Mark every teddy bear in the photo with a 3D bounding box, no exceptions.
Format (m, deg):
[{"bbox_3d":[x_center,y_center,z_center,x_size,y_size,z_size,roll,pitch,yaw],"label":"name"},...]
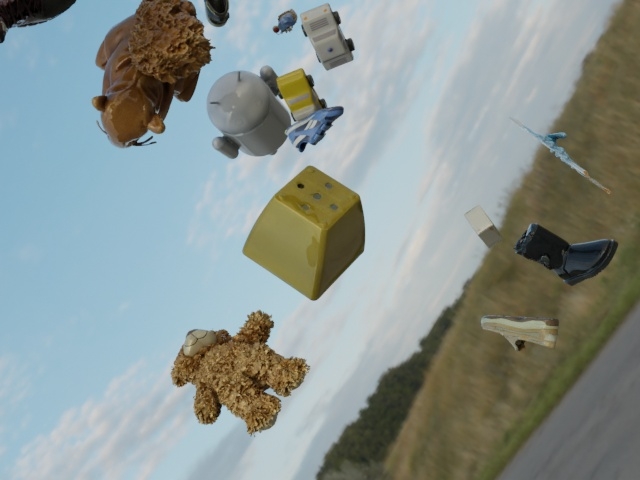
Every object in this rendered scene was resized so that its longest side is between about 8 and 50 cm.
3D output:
[{"bbox_3d":[-0.169,0.249,1.672,0.245,0.338,0.113,-47,-49,1],"label":"teddy bear"}]

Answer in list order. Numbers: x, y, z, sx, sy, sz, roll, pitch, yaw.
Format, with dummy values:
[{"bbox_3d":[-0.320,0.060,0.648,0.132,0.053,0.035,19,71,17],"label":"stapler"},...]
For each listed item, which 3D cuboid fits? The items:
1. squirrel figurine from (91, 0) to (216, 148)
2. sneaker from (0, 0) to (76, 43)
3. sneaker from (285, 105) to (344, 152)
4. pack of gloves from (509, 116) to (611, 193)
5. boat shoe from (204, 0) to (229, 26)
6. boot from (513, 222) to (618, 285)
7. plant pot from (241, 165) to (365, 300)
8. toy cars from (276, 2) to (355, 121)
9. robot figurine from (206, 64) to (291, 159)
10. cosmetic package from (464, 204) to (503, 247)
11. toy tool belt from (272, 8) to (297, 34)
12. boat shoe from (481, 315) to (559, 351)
[{"bbox_3d":[-0.443,-0.430,2.181,0.397,0.281,0.370,-51,18,39],"label":"squirrel figurine"},{"bbox_3d":[-0.604,-0.437,1.695,0.281,0.162,0.106,-19,-47,-17],"label":"sneaker"},{"bbox_3d":[-0.005,-0.233,1.790,0.144,0.059,0.053,-27,-9,32],"label":"sneaker"},{"bbox_3d":[0.528,-0.203,1.874,0.046,0.195,0.232,-53,17,13],"label":"pack of gloves"},{"bbox_3d":[-0.302,-0.710,2.392,0.081,0.227,0.069,-16,-8,-19],"label":"boat shoe"},{"bbox_3d":[0.671,0.022,2.386,0.094,0.207,0.246,-61,4,-26],"label":"boot"},{"bbox_3d":[-0.021,-0.036,1.916,0.212,0.212,0.187,-44,-20,-38],"label":"plant pot"},{"bbox_3d":[-0.012,-0.432,2.254,0.393,0.177,0.087,116,154,-45],"label":"toy cars"},{"bbox_3d":[-0.217,-0.382,2.604,0.299,0.200,0.353,-59,-26,-6],"label":"robot figurine"},{"bbox_3d":[0.357,-0.030,1.882,0.041,0.060,0.115,-35,-24,10],"label":"cosmetic package"},{"bbox_3d":[-0.097,-0.591,2.353,0.083,0.052,0.051,-38,34,18],"label":"toy tool belt"},{"bbox_3d":[0.404,0.192,1.770,0.190,0.068,0.072,-3,84,57],"label":"boat shoe"}]
